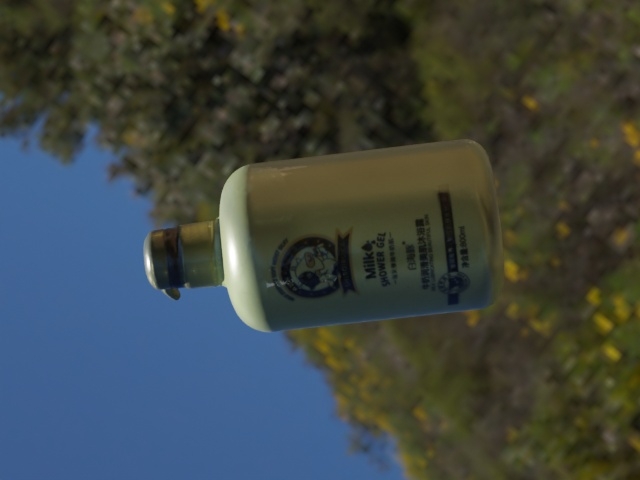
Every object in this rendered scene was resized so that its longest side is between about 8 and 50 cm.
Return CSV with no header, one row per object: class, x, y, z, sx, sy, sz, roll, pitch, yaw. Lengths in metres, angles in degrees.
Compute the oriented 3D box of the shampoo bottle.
shampoo bottle,0.000,0.000,0.913,0.162,0.079,0.079,-6,-162,1
